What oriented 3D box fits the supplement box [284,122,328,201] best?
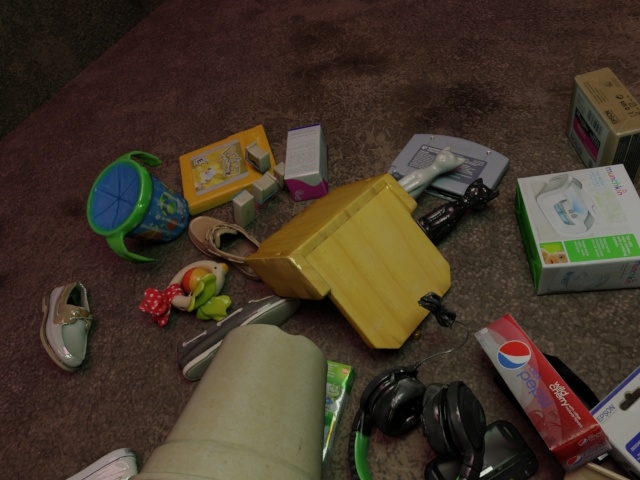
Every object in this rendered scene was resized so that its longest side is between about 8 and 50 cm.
[{"bbox_3d":[-0.039,-0.243,1.364,0.114,0.111,0.220,-9,52,12],"label":"supplement box"}]

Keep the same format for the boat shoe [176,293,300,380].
[{"bbox_3d":[-0.212,0.211,1.084,0.335,0.112,0.095,-34,56,-4],"label":"boat shoe"}]

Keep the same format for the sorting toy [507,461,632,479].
[{"bbox_3d":[0.426,0.472,0.689,0.307,0.041,0.229,18,86,29],"label":"sorting toy"}]

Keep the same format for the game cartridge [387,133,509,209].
[{"bbox_3d":[0.365,-0.210,1.248,0.294,0.060,0.196,25,69,31],"label":"game cartridge"}]

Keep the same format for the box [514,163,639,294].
[{"bbox_3d":[0.589,-0.023,0.992,0.231,0.126,0.261,-6,52,16],"label":"box"}]

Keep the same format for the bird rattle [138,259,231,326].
[{"bbox_3d":[-0.354,0.143,1.204,0.254,0.143,0.207,-8,40,28],"label":"bird rattle"}]

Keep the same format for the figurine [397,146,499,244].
[{"bbox_3d":[0.315,-0.130,1.141,0.209,0.092,0.215,-35,61,5],"label":"figurine"}]

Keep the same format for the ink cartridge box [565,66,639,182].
[{"bbox_3d":[0.711,-0.279,1.095,0.088,0.193,0.234,-13,51,11],"label":"ink cartridge box"}]

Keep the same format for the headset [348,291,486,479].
[{"bbox_3d":[0.180,0.302,0.813,0.243,0.185,0.394,3,58,42],"label":"headset"}]

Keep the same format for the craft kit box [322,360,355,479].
[{"bbox_3d":[-0.076,0.370,0.960,0.250,0.061,0.246,8,60,23],"label":"craft kit box"}]

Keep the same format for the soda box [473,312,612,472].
[{"bbox_3d":[0.381,0.255,0.777,0.083,0.092,0.263,-35,30,10],"label":"soda box"}]

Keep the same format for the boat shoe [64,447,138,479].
[{"bbox_3d":[-0.515,0.565,0.936,0.268,0.096,0.088,-30,46,-16],"label":"boat shoe"}]

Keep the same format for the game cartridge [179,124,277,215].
[{"bbox_3d":[-0.317,-0.250,1.498,0.324,0.052,0.285,-23,51,2],"label":"game cartridge"}]

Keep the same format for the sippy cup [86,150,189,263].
[{"bbox_3d":[-0.530,-0.098,1.321,0.240,0.224,0.305,28,90,31],"label":"sippy cup"}]

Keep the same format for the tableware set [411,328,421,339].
[{"bbox_3d":[0.193,0.169,1.043,0.104,0.024,0.154,-19,50,-1],"label":"tableware set"}]

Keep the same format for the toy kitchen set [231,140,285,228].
[{"bbox_3d":[-0.223,-0.176,1.352,0.166,0.122,0.207,40,62,16],"label":"toy kitchen set"}]

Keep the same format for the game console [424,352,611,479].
[{"bbox_3d":[0.358,0.372,0.825,0.361,0.044,0.213,-28,51,-6],"label":"game console"}]

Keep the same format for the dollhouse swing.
[{"bbox_3d":[0.078,0.061,1.074,0.347,0.305,0.315,-42,19,-29],"label":"dollhouse swing"}]

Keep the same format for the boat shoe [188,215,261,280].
[{"bbox_3d":[-0.269,-0.005,1.262,0.341,0.110,0.121,24,65,31],"label":"boat shoe"}]

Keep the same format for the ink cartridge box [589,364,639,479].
[{"bbox_3d":[0.609,0.372,0.699,0.165,0.065,0.332,-35,63,-8],"label":"ink cartridge box"}]

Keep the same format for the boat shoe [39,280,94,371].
[{"bbox_3d":[-0.705,0.227,1.230,0.103,0.113,0.302,-38,51,-4],"label":"boat shoe"}]

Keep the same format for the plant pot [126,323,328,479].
[{"bbox_3d":[-0.118,0.337,0.791,0.334,0.333,0.305,-1,43,17],"label":"plant pot"}]
